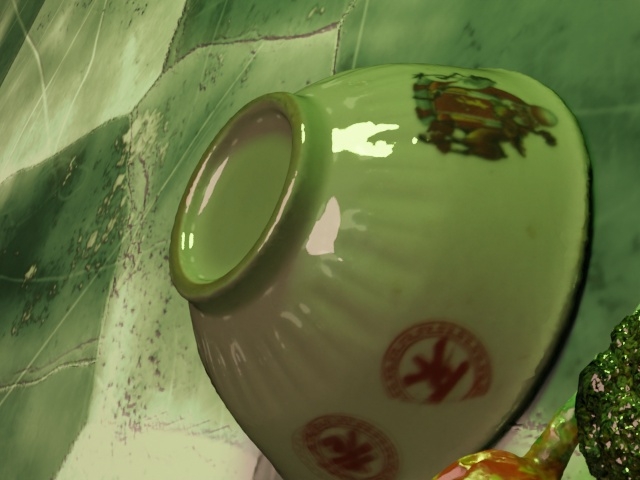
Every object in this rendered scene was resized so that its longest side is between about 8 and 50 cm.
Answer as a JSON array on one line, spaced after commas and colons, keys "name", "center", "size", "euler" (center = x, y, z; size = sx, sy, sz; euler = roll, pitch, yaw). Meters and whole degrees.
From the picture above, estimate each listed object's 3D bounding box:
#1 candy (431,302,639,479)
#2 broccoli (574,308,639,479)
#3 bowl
[{"name": "candy", "center": [0.146, 0.075, 0.531], "size": [0.287, 0.084, 0.078], "euler": [-54, 34, -5]}, {"name": "broccoli", "center": [0.175, 0.066, 0.419], "size": [0.138, 0.146, 0.162], "euler": [7, 83, 17]}, {"name": "bowl", "center": [0.000, 0.000, 0.697], "size": [0.337, 0.158, 0.337], "euler": [-36, 40, 38]}]
